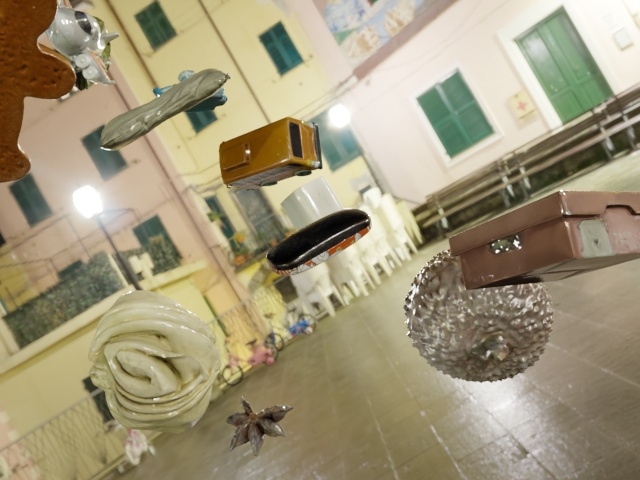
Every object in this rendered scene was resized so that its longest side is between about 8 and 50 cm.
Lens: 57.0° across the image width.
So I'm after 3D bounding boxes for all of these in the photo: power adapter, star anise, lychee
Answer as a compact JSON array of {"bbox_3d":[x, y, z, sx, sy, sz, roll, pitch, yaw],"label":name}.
[{"bbox_3d":[-0.002,-0.061,1.704,0.125,0.205,0.130,-30,-3,-38],"label":"power adapter"},{"bbox_3d":[-0.186,0.526,1.677,0.208,0.063,0.172,3,46,27],"label":"star anise"},{"bbox_3d":[0.413,0.182,1.570,0.380,0.380,0.432,-30,23,15],"label":"lychee"}]

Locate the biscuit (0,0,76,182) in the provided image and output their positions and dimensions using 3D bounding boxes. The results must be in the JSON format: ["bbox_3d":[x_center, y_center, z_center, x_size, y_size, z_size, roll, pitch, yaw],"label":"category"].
[{"bbox_3d":[-0.393,-0.196,0.674,0.205,0.049,0.324,1,-43,-40],"label":"biscuit"}]

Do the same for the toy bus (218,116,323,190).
[{"bbox_3d":[-0.105,-0.164,1.149,0.201,0.098,0.114,-12,-10,37],"label":"toy bus"}]

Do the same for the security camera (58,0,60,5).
[{"bbox_3d":[-0.570,-0.525,1.050,0.191,0.197,0.277,-3,-46,-20],"label":"security camera"}]

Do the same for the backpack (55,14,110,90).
[{"bbox_3d":[-0.821,-0.661,2.044,0.207,0.140,0.253,-63,3,-34],"label":"backpack"}]

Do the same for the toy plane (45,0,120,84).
[{"bbox_3d":[-0.539,-0.464,1.331,0.117,0.245,0.244,-24,0,1],"label":"toy plane"}]

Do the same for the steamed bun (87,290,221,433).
[{"bbox_3d":[-0.344,0.250,1.259,0.276,0.289,0.203,15,-26,-25],"label":"steamed bun"}]

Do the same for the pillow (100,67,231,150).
[{"bbox_3d":[-0.254,-0.216,0.958,0.229,0.050,0.148,-33,26,-2],"label":"pillow"}]

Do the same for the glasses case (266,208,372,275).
[{"bbox_3d":[0.000,0.000,1.326,0.266,0.067,0.103,-29,30,-25],"label":"glasses case"}]

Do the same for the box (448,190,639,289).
[{"bbox_3d":[0.332,0.004,0.832,0.215,0.086,0.215,-2,-15,-29],"label":"box"}]

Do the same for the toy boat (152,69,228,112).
[{"bbox_3d":[-0.373,-0.425,1.676,0.215,0.102,0.088,-15,-20,-38],"label":"toy boat"}]
